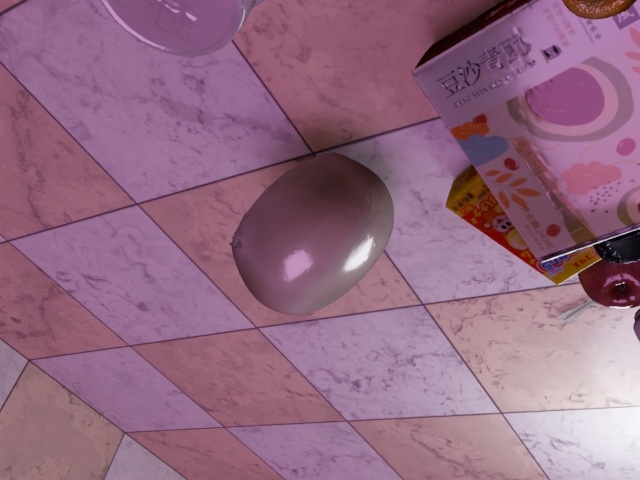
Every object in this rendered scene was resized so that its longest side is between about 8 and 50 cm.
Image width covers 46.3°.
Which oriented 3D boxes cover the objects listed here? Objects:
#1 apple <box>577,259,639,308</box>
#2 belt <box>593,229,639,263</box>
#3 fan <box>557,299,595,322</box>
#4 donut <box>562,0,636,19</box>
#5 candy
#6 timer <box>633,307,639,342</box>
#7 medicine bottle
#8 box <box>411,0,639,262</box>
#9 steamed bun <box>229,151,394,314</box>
[{"bbox_3d":[0.564,0.060,1.409,0.153,0.120,0.153,12,137,12],"label":"apple"},{"bbox_3d":[0.533,-0.056,1.251,0.078,0.198,0.151,44,173,-30],"label":"belt"},{"bbox_3d":[0.619,0.074,1.502,0.233,0.012,0.415,25,140,-6],"label":"fan"},{"bbox_3d":[0.347,-0.318,0.926,0.108,0.043,0.097,-17,113,40],"label":"donut"},{"bbox_3d":[0.382,-0.046,1.372,0.276,0.088,0.146,34,139,-10],"label":"candy"},{"bbox_3d":[0.724,0.119,1.390,0.237,0.087,0.262,-4,153,-32],"label":"timer"},{"bbox_3d":[-0.120,-0.411,0.918,0.213,0.379,0.214,12,141,10],"label":"medicine bottle"},{"bbox_3d":[0.387,-0.192,1.106,0.344,0.122,0.385,-25,110,39],"label":"box"},{"bbox_3d":[0.000,0.000,1.406,0.206,0.324,0.324,47,144,16],"label":"steamed bun"}]
